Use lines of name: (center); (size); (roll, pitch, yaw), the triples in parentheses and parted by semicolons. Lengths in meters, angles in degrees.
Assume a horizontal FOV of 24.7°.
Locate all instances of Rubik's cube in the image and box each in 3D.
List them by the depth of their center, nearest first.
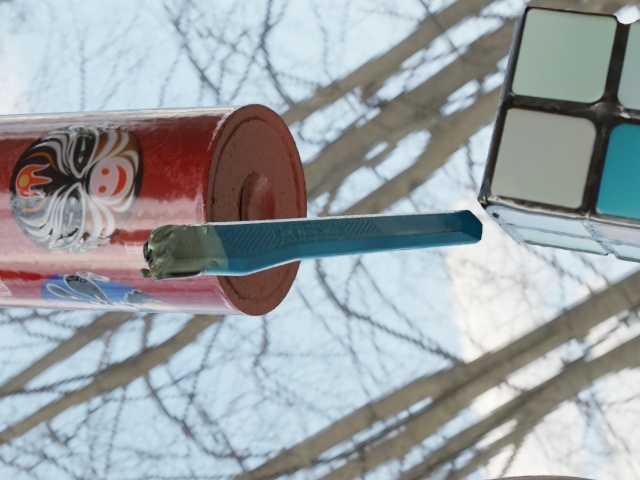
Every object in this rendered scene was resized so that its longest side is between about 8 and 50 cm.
Rubik's cube: (0.243, -0.078, 1.191); (0.183, 0.180, 0.167); (31, -109, -71)

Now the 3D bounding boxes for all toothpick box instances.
toothpick box: (-0.204, -0.029, 1.431); (0.204, 0.333, 0.204); (-3, -86, -63)

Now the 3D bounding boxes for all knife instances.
knife: (-0.001, 0.001, 1.094); (0.296, 0.026, 0.044); (-3, -125, -29)

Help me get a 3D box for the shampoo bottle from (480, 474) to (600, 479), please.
shampoo bottle: (0.093, 0.248, 0.538); (0.273, 0.273, 0.266); (42, -163, -23)
